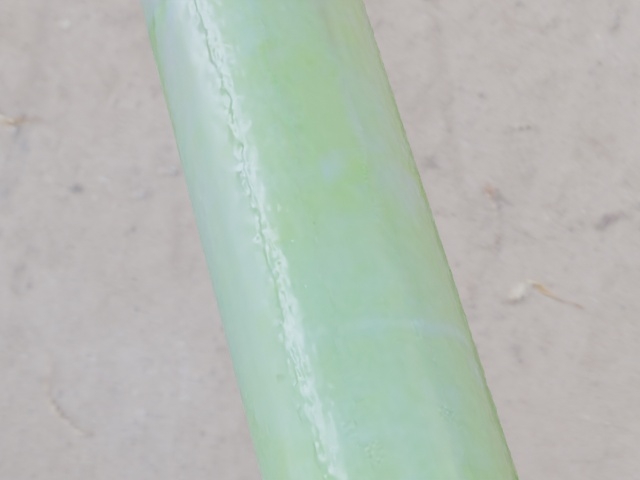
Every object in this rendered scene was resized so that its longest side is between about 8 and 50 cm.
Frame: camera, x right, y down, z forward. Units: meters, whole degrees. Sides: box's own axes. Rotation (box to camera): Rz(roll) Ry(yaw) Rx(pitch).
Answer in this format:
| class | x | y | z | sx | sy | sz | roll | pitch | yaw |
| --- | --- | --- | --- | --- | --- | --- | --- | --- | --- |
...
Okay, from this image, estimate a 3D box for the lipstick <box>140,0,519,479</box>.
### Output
| class | x | y | z | sx | sy | sz | roll | pitch | yaw |
| --- | --- | --- | --- | --- | --- | --- | --- | --- | --- |
| lipstick | 0.000 | 0.000 | 0.515 | 0.076 | 0.076 | 0.304 | -24 | 65 | 18 |
